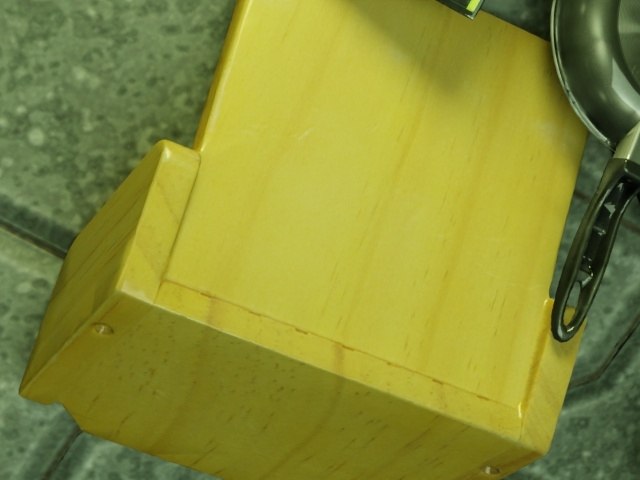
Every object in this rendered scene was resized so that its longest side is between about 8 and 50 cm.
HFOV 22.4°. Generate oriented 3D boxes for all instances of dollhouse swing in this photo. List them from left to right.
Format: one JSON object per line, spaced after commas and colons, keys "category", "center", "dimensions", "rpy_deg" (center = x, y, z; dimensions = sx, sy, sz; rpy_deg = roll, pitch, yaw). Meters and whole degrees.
{"category": "dollhouse swing", "center": [0.000, 0.000, 1.253], "dimensions": [0.346, 0.305, 0.315], "rpy_deg": [21, 148, -19]}

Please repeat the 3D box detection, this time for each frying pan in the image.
{"category": "frying pan", "center": [0.222, -0.107, 1.187], "dimensions": [0.197, 0.053, 0.326], "rpy_deg": [47, 69, -12]}

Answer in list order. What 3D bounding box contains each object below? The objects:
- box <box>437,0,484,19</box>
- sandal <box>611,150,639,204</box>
{"category": "box", "center": [0.075, -0.281, 1.125], "dimensions": [0.184, 0.045, 0.191], "rpy_deg": [28, 105, 0]}
{"category": "sandal", "center": [0.265, -0.067, 1.296], "dimensions": [0.067, 0.040, 0.179], "rpy_deg": [-36, 101, -2]}
